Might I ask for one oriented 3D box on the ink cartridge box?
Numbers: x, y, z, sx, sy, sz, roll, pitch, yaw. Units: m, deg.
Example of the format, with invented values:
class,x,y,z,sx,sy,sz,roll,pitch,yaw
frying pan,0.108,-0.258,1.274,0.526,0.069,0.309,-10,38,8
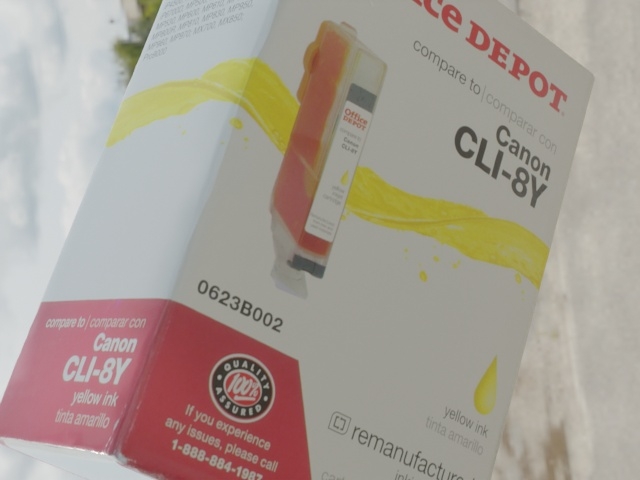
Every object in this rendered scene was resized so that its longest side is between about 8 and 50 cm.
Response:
class,x,y,z,sx,sy,sz,roll,pitch,yaw
ink cartridge box,0.000,0.000,0.831,0.160,0.279,0.384,-6,60,51
